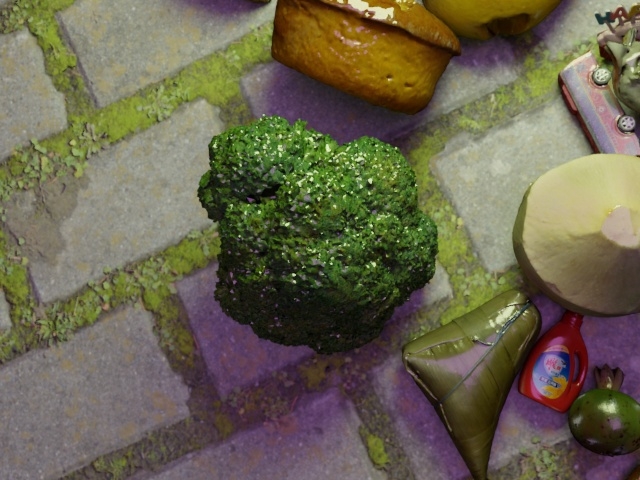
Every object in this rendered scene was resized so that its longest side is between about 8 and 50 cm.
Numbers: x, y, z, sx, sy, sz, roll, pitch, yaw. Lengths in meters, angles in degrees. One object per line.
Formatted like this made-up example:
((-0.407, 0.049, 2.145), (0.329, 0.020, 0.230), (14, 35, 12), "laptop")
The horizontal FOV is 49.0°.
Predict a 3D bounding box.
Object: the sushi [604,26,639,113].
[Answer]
((0.532, -0.218, 1.084), (0.273, 0.109, 0.134), (18, 62, -7), "sushi")

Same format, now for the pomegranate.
((0.440, 0.260, 1.077), (0.114, 0.114, 0.142), (7, 60, 9), "pomegranate")

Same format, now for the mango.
((0.318, -0.484, 1.126), (0.365, 0.182, 0.253), (-40, 79, 3), "mango")

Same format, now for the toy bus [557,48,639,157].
((0.453, -0.209, 1.140), (0.077, 0.065, 0.192), (-26, 81, 12), "toy bus")

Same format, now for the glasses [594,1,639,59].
((0.547, -0.354, 1.093), (0.255, 0.162, 0.095), (-4, 80, 7), "glasses")

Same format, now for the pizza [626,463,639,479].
((0.579, 0.391, 1.063), (0.188, 0.062, 0.199), (-36, 86, 16), "pizza")

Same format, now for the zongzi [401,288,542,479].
((0.278, 0.226, 1.091), (0.228, 0.115, 0.256), (-29, 79, 4), "zongzi")

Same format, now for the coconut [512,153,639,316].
((0.415, -0.006, 1.031), (0.259, 0.259, 0.259), (-1, 84, 8), "coconut")

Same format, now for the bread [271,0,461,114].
((0.064, -0.311, 1.103), (0.312, 0.312, 0.172), (22, 104, 10), "bread")

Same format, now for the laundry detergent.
((0.384, 0.185, 1.116), (0.097, 0.049, 0.165), (25, 87, -1), "laundry detergent")

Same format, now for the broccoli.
((-0.004, 0.007, 1.074), (0.413, 0.310, 0.321), (22, 78, -24), "broccoli")
